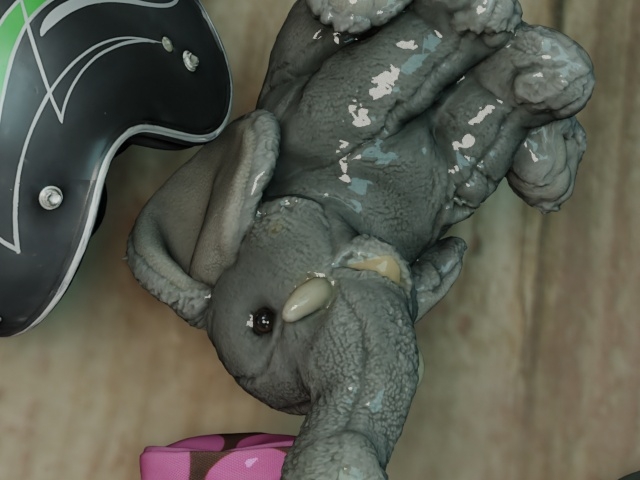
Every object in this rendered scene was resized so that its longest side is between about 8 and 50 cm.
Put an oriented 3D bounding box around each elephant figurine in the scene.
[{"bbox_3d":[0.000,0.000,0.565,0.169,0.186,0.239,27,77,14],"label":"elephant figurine"}]

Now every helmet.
[{"bbox_3d":[-0.134,-0.051,0.524,0.161,0.169,0.169,-33,92,-47],"label":"helmet"}]

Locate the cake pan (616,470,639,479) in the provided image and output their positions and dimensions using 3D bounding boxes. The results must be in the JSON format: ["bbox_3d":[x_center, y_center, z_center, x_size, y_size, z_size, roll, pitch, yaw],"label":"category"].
[{"bbox_3d":[0.236,0.184,0.584,0.293,0.293,0.054,4,109,-26],"label":"cake pan"}]

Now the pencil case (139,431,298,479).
[{"bbox_3d":[-0.023,0.186,0.557,0.095,0.098,0.209,-7,76,12],"label":"pencil case"}]
